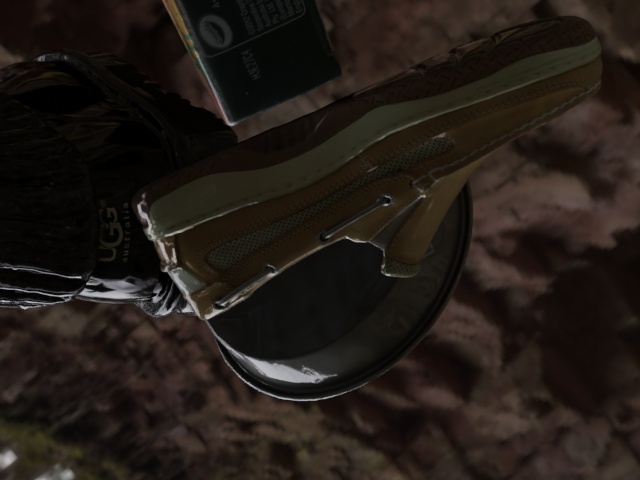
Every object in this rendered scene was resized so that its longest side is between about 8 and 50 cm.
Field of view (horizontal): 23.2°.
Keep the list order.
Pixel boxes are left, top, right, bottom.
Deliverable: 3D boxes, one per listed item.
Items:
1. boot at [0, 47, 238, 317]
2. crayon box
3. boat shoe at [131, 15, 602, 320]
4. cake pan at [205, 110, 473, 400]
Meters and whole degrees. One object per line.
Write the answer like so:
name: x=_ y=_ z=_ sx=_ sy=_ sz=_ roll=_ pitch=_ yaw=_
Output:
boot: x=-0.213 y=-0.036 z=0.808 sx=0.260 sy=0.348 sz=0.131 roll=-2 pitch=-83 yaw=-25
crayon box: x=-0.099 y=-0.243 z=0.979 sx=0.318 sy=0.081 sz=0.202 roll=-117 pitch=3 yaw=-47
boat shoe: x=0.024 y=-0.021 z=0.586 sx=0.072 sy=0.190 sz=0.068 roll=66 pitch=-155 yaw=-6
cake pan: x=0.000 y=0.000 z=1.426 sx=0.054 sy=0.293 sz=0.293 roll=37 pitch=-145 yaw=-46
